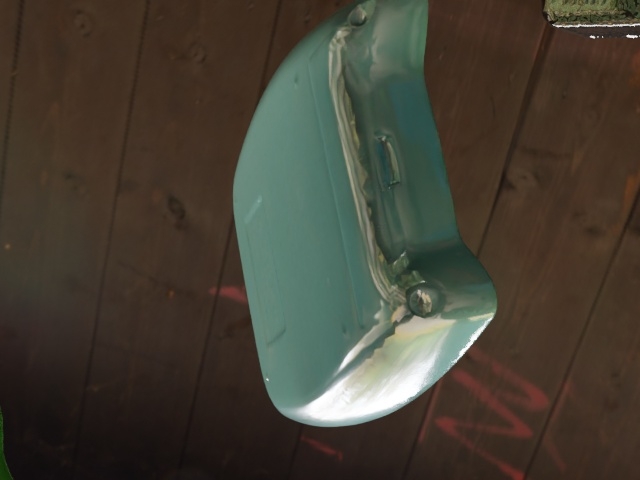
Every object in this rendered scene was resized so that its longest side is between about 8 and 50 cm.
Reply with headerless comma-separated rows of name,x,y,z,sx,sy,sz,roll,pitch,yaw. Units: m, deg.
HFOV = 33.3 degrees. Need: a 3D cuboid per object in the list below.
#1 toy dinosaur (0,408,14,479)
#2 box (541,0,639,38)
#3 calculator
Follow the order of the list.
toy dinosaur,-0.186,0.046,0.373,0.144,0.500,0.374,-26,-115,-12
box,0.315,-0.361,0.971,0.058,0.211,0.350,7,-84,-33
calculator,0.000,0.000,0.745,0.054,0.386,0.256,-7,-104,-18
